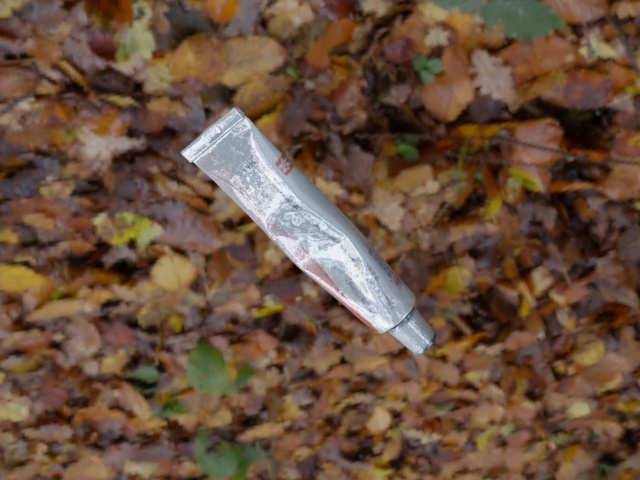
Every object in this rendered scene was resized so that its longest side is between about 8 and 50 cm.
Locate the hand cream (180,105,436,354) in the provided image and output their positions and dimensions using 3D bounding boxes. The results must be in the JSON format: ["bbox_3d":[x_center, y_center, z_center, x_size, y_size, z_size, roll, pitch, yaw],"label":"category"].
[{"bbox_3d":[-0.001,0.001,0.675,0.052,0.038,0.216,-42,105,9],"label":"hand cream"}]
